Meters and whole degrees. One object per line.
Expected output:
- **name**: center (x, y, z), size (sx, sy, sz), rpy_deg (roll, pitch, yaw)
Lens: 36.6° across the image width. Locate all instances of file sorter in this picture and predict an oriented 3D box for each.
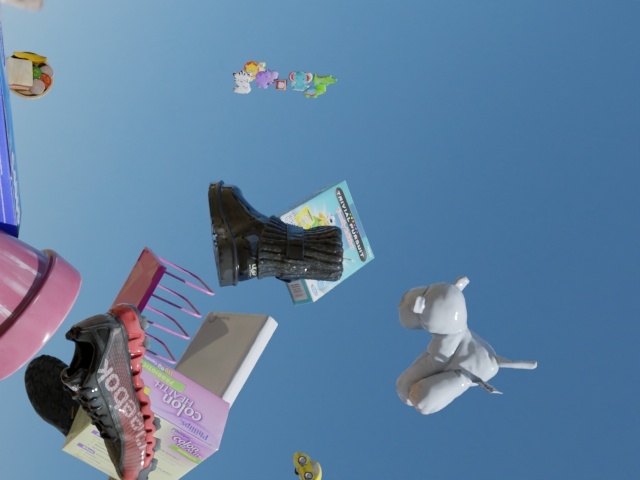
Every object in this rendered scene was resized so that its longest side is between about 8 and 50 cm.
- **file sorter**: center (-0.437, 0.202, 2.550), size (0.290, 0.182, 0.202), rpy_deg (-60, -154, 2)

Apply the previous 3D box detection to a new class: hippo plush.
- **hippo plush**: center (0.249, 0.216, 2.073), size (0.236, 0.234, 0.294), rpy_deg (63, -24, -11)

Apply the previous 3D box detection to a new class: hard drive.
- **hard drive**: center (-0.268, 0.324, 2.278), size (0.233, 0.047, 0.353), rpy_deg (-1, -131, 45)

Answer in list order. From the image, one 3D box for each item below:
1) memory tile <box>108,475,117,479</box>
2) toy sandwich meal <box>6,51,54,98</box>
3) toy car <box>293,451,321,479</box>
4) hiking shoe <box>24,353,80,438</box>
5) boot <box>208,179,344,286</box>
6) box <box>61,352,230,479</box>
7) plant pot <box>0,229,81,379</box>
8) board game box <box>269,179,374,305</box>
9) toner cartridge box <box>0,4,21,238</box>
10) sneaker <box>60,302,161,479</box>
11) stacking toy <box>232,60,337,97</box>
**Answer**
- **memory tile**: center (-0.508, 0.578, 2.395), size (0.113, 0.012, 0.148), rpy_deg (-134, -132, -57)
- **toy sandwich meal**: center (-0.454, -0.259, 1.499), size (0.029, 0.085, 0.085), rpy_deg (-22, -123, 61)
- **toy car**: center (0.011, 0.597, 2.187), size (0.225, 0.053, 0.239), rpy_deg (157, -79, -69)
- **hiking shoe**: center (-0.519, 0.377, 2.042), size (0.304, 0.113, 0.132), rpy_deg (48, -23, 14)
- **boot**: center (-0.097, -0.017, 2.027), size (0.348, 0.260, 0.131), rpy_deg (-108, -165, -53)
- **box**: center (-0.336, 0.358, 1.864), size (0.243, 0.213, 0.117), rpy_deg (-41, -157, 36)
- **plant pot**: center (-0.459, 0.064, 1.313), size (0.201, 0.180, 0.201), rpy_deg (-34, -151, 22)
- **board game box**: center (0.000, 0.000, 2.750), size (0.079, 0.336, 0.254), rpy_deg (-13, -77, 38)
- **toner cartridge box**: center (-0.495, -0.154, 1.279), size (0.075, 0.165, 0.348), rpy_deg (-105, -161, -49)
- **sneaker**: center (-0.320, 0.237, 1.455), size (0.097, 0.135, 0.276), rpy_deg (-6, -89, 50)
- **stacking toy**: center (-0.082, -0.369, 2.198), size (0.167, 0.221, 0.052), rpy_deg (-65, 159, -69)
